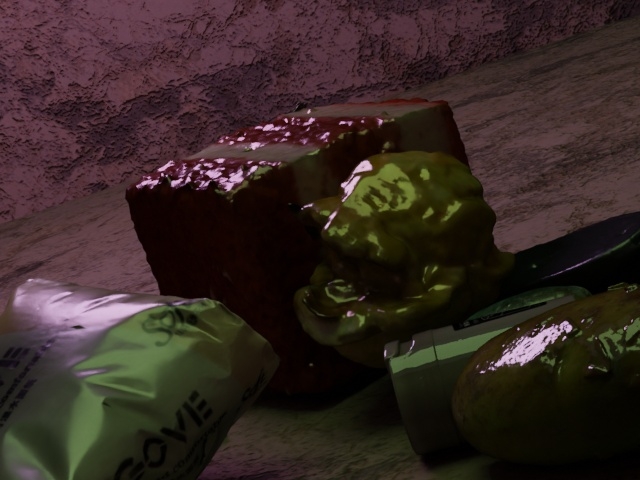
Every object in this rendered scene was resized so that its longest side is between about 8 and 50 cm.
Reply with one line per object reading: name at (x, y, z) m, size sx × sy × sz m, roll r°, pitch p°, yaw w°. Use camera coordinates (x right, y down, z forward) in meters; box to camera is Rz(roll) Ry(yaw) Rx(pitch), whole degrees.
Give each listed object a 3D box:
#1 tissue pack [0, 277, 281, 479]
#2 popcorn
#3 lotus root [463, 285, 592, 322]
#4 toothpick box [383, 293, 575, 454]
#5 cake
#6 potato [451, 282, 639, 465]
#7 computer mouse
tissue pack at (-0.254, 0.204, 1.908) m, size 0.390 × 0.195 × 0.375 m, roll -1°, pitch 41°, yaw 46°
popcorn at (0.081, 0.026, 2.000) m, size 0.253 × 0.190 × 0.191 m, roll -32°, pitch 56°, yaw -24°
lotus root at (0.189, 0.100, 1.932) m, size 0.192 × 0.088 × 0.113 m, roll -21°, pitch -2°, yaw 15°
toothpick box at (0.158, 0.123, 1.820) m, size 0.181 × 0.111 × 0.111 m, roll -15°, pitch 13°, yaw 7°
cake at (0.000, 0.000, 2.208) m, size 0.319 × 0.270 × 0.269 m, roll -26°, pitch 16°, yaw -28°
potato at (0.241, 0.112, 1.682) m, size 0.298 × 0.141 × 0.176 m, roll -11°, pitch 5°, yaw 29°
computer mouse at (0.254, 0.052, 2.049) m, size 0.270 × 0.086 × 0.137 m, roll -21°, pitch 14°, yaw 43°
